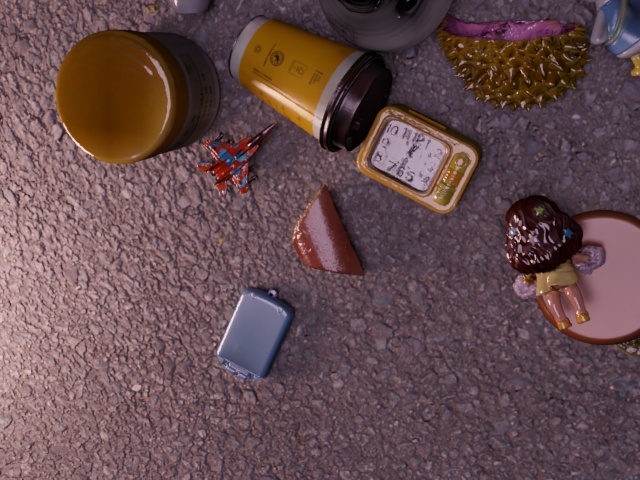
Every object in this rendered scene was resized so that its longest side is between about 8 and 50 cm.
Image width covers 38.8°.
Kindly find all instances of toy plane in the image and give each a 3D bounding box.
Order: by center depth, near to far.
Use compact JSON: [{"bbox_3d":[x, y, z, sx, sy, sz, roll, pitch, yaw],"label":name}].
[{"bbox_3d":[-0.152,-0.171,1.771,0.189,0.061,0.130,-38,89,16],"label":"toy plane"}]

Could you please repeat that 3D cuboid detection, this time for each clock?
[{"bbox_3d":[0.182,-0.152,1.660,0.202,0.096,0.143,28,111,9],"label":"clock"}]

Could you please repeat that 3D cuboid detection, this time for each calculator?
[{"bbox_3d":[-0.133,0.190,1.855,0.121,0.039,0.210,26,107,7],"label":"calculator"}]

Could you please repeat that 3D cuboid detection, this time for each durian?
[{"bbox_3d":[0.334,-0.304,1.579,0.260,0.154,0.187,-4,126,25],"label":"durian"}]

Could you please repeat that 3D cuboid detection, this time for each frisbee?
[{"bbox_3d":[0.509,0.070,1.645,0.250,0.021,0.251,3,99,20],"label":"frisbee"}]

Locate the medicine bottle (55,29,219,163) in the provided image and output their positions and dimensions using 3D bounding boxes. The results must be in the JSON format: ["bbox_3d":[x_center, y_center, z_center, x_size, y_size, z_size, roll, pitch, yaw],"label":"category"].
[{"bbox_3d":[-0.336,-0.274,1.709,0.237,0.232,0.238,4,103,16],"label":"medicine bottle"}]

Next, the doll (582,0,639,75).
[{"bbox_3d":[0.491,-0.393,1.515,0.135,0.099,0.241,-38,87,19],"label":"doll"}]

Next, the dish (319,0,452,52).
[{"bbox_3d":[0.088,-0.462,1.561,0.273,0.133,0.274,7,104,30],"label":"dish"}]

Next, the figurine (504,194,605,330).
[{"bbox_3d":[0.405,0.036,1.603,0.174,0.116,0.240,-24,89,22],"label":"figurine"}]

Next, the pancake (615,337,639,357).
[{"bbox_3d":[0.580,0.164,1.655,0.108,0.017,0.108,4,103,15],"label":"pancake"}]

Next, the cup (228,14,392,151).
[{"bbox_3d":[-0.019,-0.292,1.647,0.279,0.196,0.196,30,109,17],"label":"cup"}]

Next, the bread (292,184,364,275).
[{"bbox_3d":[0.000,0.000,1.759,0.119,0.067,0.193,-23,95,19],"label":"bread"}]

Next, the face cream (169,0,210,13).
[{"bbox_3d":[-0.247,-0.480,1.713,0.091,0.091,0.095,5,111,15],"label":"face cream"}]
